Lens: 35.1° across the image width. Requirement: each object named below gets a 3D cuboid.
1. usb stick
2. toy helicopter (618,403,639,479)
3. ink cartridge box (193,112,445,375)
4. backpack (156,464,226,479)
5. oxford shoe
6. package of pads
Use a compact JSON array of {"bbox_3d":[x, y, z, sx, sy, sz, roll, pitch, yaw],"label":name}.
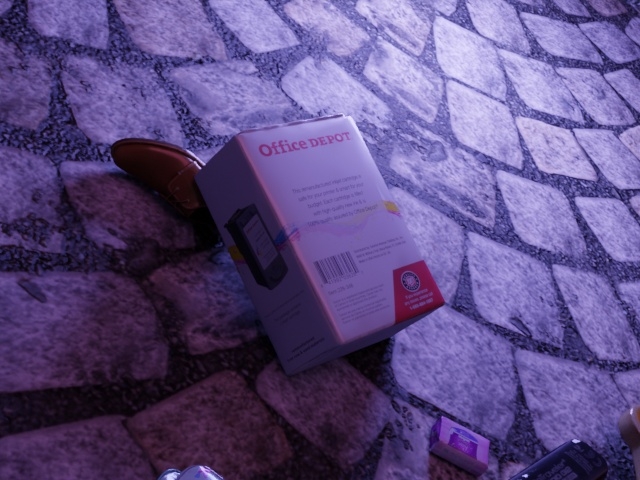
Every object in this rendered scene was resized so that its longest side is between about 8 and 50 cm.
[{"bbox_3d":[0.298,0.340,1.366,0.278,0.045,0.077,-16,48,-45],"label":"usb stick"},{"bbox_3d":[0.493,0.379,1.409,0.235,0.140,0.355,26,36,-16],"label":"toy helicopter"},{"bbox_3d":[0.000,0.000,1.367,0.226,0.131,0.306,-15,73,-44],"label":"ink cartridge box"},{"bbox_3d":[-0.118,0.328,0.986,0.188,0.144,0.166,42,33,1],"label":"backpack"},{"bbox_3d":[-0.193,-0.075,1.390,0.212,0.076,0.076,25,49,-15],"label":"oxford shoe"},{"bbox_3d":[0.187,0.276,1.356,0.083,0.032,0.050,29,38,-10],"label":"package of pads"}]
